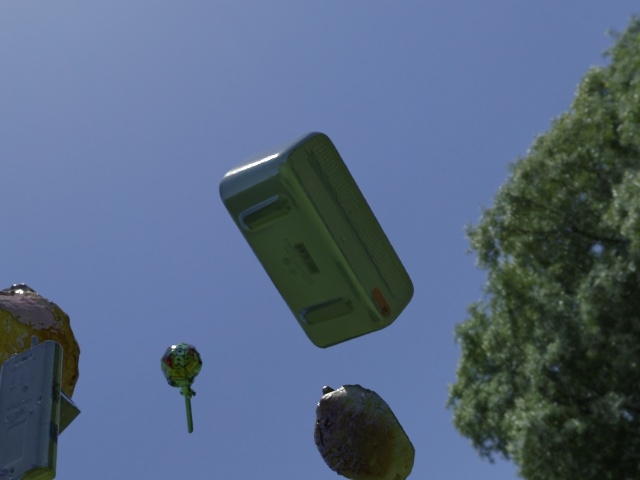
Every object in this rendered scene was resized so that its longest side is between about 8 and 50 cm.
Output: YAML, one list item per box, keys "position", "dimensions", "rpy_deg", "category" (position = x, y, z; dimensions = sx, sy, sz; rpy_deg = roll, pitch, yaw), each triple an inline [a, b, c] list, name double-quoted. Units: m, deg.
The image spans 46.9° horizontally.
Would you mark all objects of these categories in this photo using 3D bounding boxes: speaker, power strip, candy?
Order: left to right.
- position: [-0.395, 0.224, 0.996]
  dimensions: [0.092, 0.268, 0.034]
  rpy_deg: [-26, -49, 5]
  category: "power strip"
- position: [-0.288, 0.330, 1.570]
  dimensions: [0.083, 0.091, 0.306]
  rpy_deg: [9, -47, 5]
  category: "candy"
- position: [0.000, 0.000, 1.418]
  dimensions: [0.406, 0.184, 0.183]
  rpy_deg: [59, -137, -12]
  category: "speaker"

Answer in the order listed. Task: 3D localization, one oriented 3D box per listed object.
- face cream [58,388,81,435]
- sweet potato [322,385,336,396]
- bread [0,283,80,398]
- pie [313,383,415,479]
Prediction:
- position: [-0.501, 0.350, 1.152]
  dimensions: [0.283, 0.073, 0.073]
  rpy_deg: [-48, -42, -18]
  category: "face cream"
- position: [0.060, 0.446, 1.723]
  dimensions: [0.077, 0.077, 0.244]
  rpy_deg: [-33, -85, -13]
  category: "sweet potato"
- position: [-0.535, 0.211, 1.278]
  dimensions: [0.268, 0.268, 0.145]
  rpy_deg: [-57, -17, 12]
  category: "bread"
- position: [0.068, 0.324, 1.221]
  dimensions: [0.079, 0.193, 0.163]
  rpy_deg: [-4, -75, -51]
  category: "pie"
